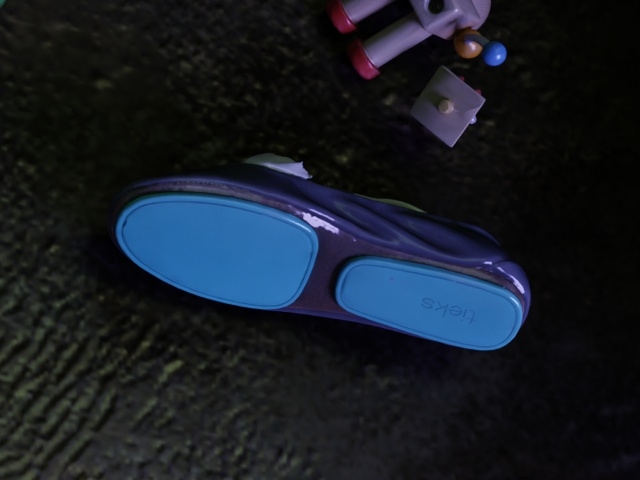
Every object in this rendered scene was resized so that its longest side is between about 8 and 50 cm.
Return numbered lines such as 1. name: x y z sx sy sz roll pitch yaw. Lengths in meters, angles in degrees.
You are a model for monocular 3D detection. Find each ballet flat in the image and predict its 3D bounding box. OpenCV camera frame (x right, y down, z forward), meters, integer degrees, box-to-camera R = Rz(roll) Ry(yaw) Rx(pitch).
1. ballet flat: 0.000 0.000 0.916 0.203 0.074 0.074 14 63 -12

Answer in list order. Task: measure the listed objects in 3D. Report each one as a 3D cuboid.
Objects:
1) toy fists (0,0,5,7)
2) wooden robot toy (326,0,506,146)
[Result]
1. toy fists: -0.152 -0.167 0.866 0.096 0.142 0.279 27 60 -13
2. wooden robot toy: 0.050 -0.126 1.004 0.079 0.076 0.173 1 63 -63
